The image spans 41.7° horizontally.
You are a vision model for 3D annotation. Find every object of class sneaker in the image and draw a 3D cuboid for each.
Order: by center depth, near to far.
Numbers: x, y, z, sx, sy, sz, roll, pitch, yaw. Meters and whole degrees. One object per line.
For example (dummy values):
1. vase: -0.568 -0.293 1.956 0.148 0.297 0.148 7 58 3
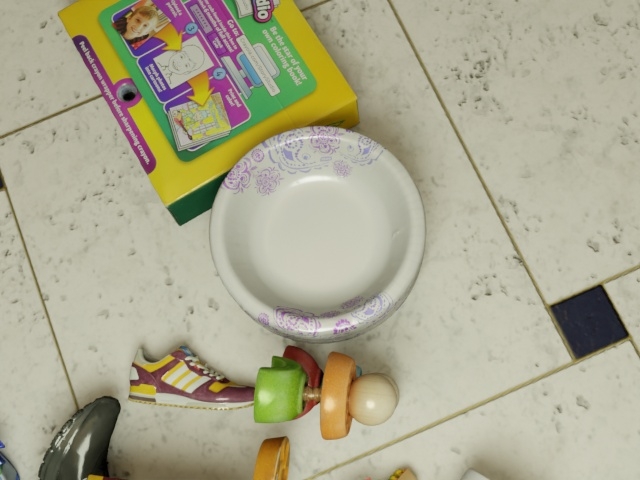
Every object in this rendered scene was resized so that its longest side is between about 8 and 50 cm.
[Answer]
1. sneaker: -0.317 0.346 1.109 0.130 0.109 0.286 22 86 4
2. sneaker: -0.171 0.187 1.149 0.185 0.069 0.084 3 80 5

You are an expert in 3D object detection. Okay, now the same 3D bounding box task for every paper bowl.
1. paper bowl: 0.000 0.000 1.147 0.284 0.148 0.284 -1 74 4

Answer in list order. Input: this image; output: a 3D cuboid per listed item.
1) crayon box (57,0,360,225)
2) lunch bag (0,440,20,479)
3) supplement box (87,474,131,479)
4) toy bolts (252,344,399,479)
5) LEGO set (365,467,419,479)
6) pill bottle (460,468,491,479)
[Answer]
1. crayon box: -0.166 -0.257 1.257 0.313 0.106 0.363 -30 74 -5
2. lunch bag: -0.553 0.305 1.102 0.243 0.115 0.303 -44 90 -14
3. supplement box: -0.179 0.387 1.006 0.194 0.191 0.129 5 54 10
4. toy bolts: 0.016 0.230 1.053 0.158 0.228 0.218 6 98 8
5. LEGO set: 0.010 0.368 1.023 0.107 0.132 0.287 22 57 25
6. pill bottle: 0.158 0.420 1.012 0.153 0.153 0.265 35 80 13
